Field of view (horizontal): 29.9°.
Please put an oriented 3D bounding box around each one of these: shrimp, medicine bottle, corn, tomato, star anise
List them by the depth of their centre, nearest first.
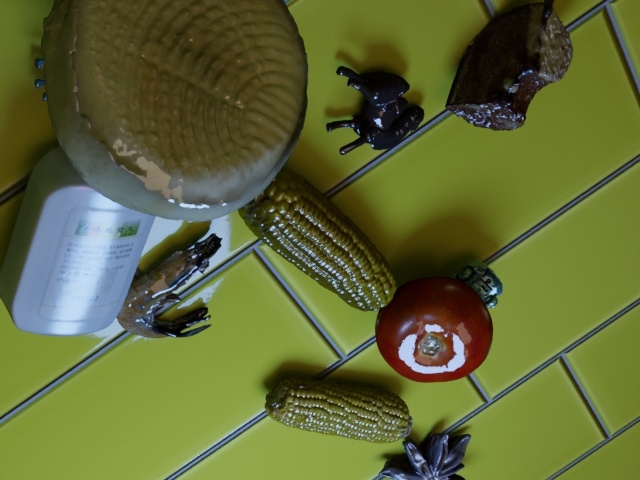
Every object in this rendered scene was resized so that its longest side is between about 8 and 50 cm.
[{"bbox_3d":[-0.328,-0.025,1.675,0.179,0.124,0.324,1,126,-37],"label":"medicine bottle"},{"bbox_3d":[0.000,0.000,1.856,0.120,0.120,0.363,-42,135,8],"label":"corn"},{"bbox_3d":[-0.211,0.082,1.860,0.219,0.046,0.152,-41,130,13],"label":"shrimp"},{"bbox_3d":[0.189,0.146,1.989,0.195,0.136,0.195,3,117,6],"label":"tomato"},{"bbox_3d":[0.032,0.296,2.111,0.293,0.106,0.106,16,116,-31],"label":"corn"},{"bbox_3d":[0.200,0.462,2.316,0.209,0.089,0.231,27,104,-25],"label":"star anise"}]

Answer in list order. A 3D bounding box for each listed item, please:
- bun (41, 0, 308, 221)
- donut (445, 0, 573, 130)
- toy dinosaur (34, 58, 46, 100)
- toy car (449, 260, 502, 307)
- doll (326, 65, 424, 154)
[{"bbox_3d":[-0.196,-0.197,1.506,0.364,0.364,0.202,16,159,-34],"label":"bun"},{"bbox_3d":[0.292,-0.261,1.805,0.126,0.144,0.186,30,78,-45],"label":"donut"},{"bbox_3d":[-0.331,-0.222,1.578,0.080,0.045,0.197,-12,137,-34],"label":"toy dinosaur"},{"bbox_3d":[0.227,0.104,2.074,0.186,0.058,0.093,-38,111,21],"label":"toy car"},{"bbox_3d":[0.090,-0.194,1.793,0.165,0.057,0.139,-9,126,-31],"label":"doll"}]
